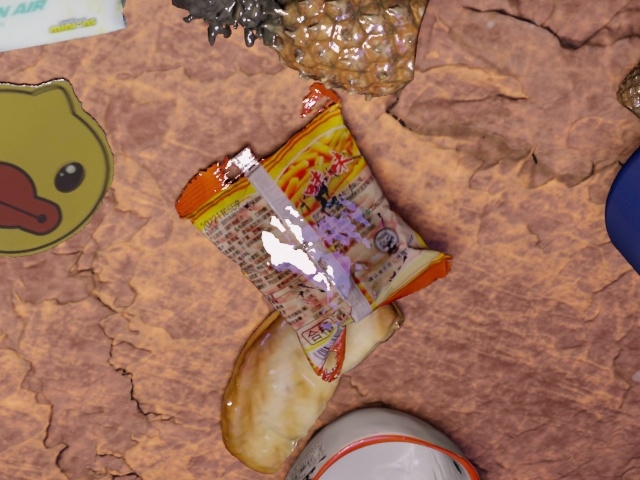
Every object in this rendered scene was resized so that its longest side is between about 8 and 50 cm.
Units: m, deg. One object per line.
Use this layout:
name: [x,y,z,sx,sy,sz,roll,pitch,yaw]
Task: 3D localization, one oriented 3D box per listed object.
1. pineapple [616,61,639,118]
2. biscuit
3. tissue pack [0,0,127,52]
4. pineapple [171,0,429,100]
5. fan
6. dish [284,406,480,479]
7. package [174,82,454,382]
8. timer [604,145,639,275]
pineapple: [0.409,-0.207,2.083,0.074,0.074,0.159,33,102,-30]
biscuit: [-0.029,0.155,2.198,0.154,0.045,0.299,28,111,-30]
tissue pack: [-0.344,-0.368,1.705,0.287,0.162,0.388,-12,125,-8]
pineapple: [-0.030,-0.248,1.893,0.279,0.158,0.158,16,116,-11]
fan: [-0.364,-0.043,1.997,0.229,0.011,0.335,24,111,-28]
dish: [0.064,0.310,2.279,0.256,0.117,0.256,-7,122,-11]
package: [0.005,-0.005,2.051,0.223,0.108,0.288,-40,108,0]
timer: [0.515,0.053,2.055,0.270,0.383,0.270,-14,140,-12]
